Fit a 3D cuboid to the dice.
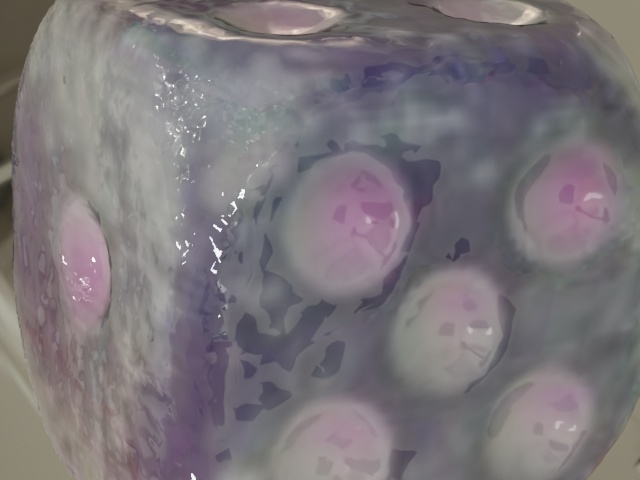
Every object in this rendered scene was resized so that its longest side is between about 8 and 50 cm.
[{"bbox_3d":[0.000,0.000,0.925,0.270,0.271,0.270,34,124,57],"label":"dice"}]
